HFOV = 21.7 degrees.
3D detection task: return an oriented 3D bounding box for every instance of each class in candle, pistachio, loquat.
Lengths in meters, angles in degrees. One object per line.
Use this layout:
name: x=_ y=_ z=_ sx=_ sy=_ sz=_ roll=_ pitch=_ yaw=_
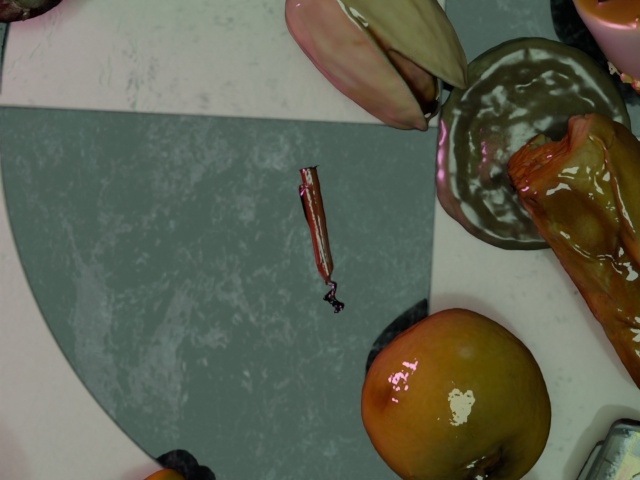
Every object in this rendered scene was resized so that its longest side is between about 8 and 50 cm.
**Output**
candle: x=-0.001 y=0.000 z=1.882 sx=0.026 sy=0.021 sz=0.167 roll=-11 pitch=92 yaw=-17
pistachio: x=0.063 y=-0.223 z=1.803 sx=0.157 sy=0.157 sz=0.229 roll=-43 pitch=103 yaw=4
loquat: x=0.147 y=0.177 z=1.794 sx=0.208 sy=0.208 sz=0.208 roll=0 pitch=93 yaw=3

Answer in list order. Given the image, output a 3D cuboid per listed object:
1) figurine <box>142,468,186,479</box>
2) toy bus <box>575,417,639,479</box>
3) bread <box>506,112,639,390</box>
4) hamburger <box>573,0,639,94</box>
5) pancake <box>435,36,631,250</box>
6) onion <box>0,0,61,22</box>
figurine: x=-0.137 y=0.377 z=1.839 sx=0.167 sy=0.192 sz=0.257 roll=-14 pitch=71 yaw=-36
toy bus: x=0.314 y=0.323 z=1.854 sx=0.106 sy=0.092 sz=0.268 roll=28 pitch=95 yaw=11
bread: x=0.339 y=0.022 z=1.766 sx=0.148 sy=0.195 sz=0.344 roll=-32 pitch=103 yaw=8
hamburger: x=0.399 y=-0.279 z=1.738 sx=0.276 sy=0.179 sz=0.294 roll=-20 pitch=57 yaw=30
pancake: x=0.233 y=-0.105 z=1.854 sx=0.222 sy=0.042 sz=0.236 roll=40 pitch=96 yaw=-5
onion: x=-0.350 y=-0.334 z=1.828 sx=0.159 sy=0.159 sz=0.195 roll=-35 pitch=61 yaw=4
